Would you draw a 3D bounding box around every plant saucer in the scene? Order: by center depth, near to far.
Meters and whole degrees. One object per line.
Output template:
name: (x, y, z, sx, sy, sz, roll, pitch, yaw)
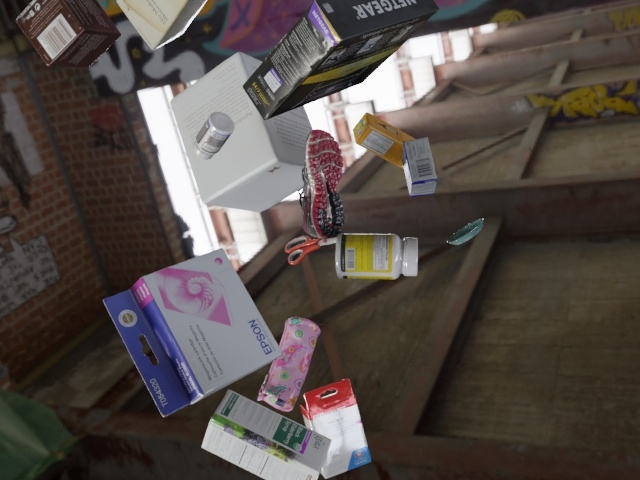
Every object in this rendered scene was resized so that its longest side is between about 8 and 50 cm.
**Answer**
plant saucer: (0.410, -0.020, 1.918, 0.119, 0.021, 0.119, -34, -176, 3)

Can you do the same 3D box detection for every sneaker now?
sneaker: (-0.014, -0.155, 1.880, 0.120, 0.300, 0.112, -2, -177, -38)

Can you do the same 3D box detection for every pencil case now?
pencil case: (-0.095, 0.376, 2.097, 0.124, 0.124, 0.284, 2, -122, 35)

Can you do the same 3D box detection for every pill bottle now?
pill bottle: (0.146, 0.042, 1.777, 0.208, 0.119, 0.119, 1, -157, 7)
pill bottle: (-0.307, -0.295, 1.951, 0.078, 0.078, 0.137, -38, 176, -46)

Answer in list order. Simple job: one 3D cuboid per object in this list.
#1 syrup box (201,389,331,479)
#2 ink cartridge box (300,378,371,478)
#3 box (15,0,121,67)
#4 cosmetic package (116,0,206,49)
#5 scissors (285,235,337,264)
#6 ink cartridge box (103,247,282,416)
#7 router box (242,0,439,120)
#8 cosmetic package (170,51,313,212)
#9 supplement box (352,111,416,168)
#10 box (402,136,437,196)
syrup box: (-0.107, 0.406, 1.373, 0.236, 0.096, 0.093, 24, -148, 4)
ink cartridge box: (0.034, 0.477, 1.781, 0.134, 0.231, 0.078, -15, -175, -16)
box: (-0.743, -0.630, 2.035, 0.168, 0.167, 0.203, -36, -179, 20)
cosmetic package: (-0.369, -0.609, 1.660, 0.113, 0.160, 0.309, -42, -169, -30)
scissors: (0.000, 0.000, 2.379, 0.297, 0.021, 0.109, -24, -134, 24)
ink cartridge box: (-0.305, 0.211, 1.676, 0.330, 0.324, 0.071, -23, 165, -38)
router box: (0.039, -0.350, 1.245, 0.308, 0.081, 0.243, -32, 177, -44)
cosmetic package: (-0.236, -0.347, 2.299, 0.327, 0.394, 0.329, -27, 164, 26)
supplement box: (0.209, -0.284, 2.024, 0.080, 0.233, 0.078, -47, -149, 31)
box: (0.277, -0.203, 1.932, 0.072, 0.126, 0.137, -10, 164, 3)
